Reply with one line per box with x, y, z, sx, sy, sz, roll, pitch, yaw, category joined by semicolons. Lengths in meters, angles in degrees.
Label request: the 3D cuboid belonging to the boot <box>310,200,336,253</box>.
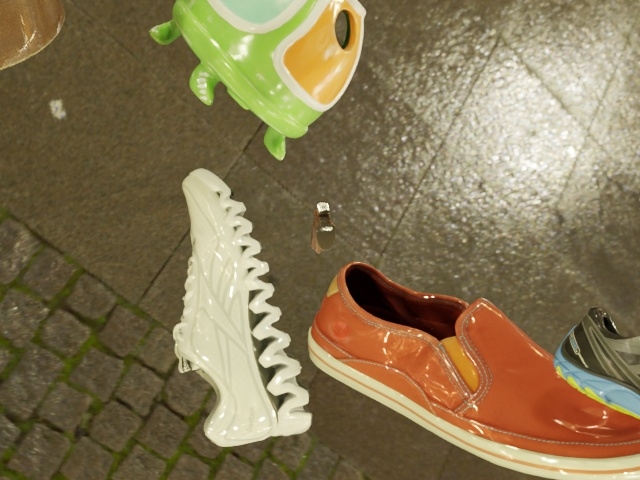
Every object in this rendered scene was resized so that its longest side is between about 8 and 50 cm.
0.000;0.000;1.443;0.037;0.114;0.106;4;56;-8;boot

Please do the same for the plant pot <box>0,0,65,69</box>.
-0.363;-0.306;0.728;0.215;0.230;0.215;4;48;-4;plant pot

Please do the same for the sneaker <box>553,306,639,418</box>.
0.249;0.095;0.536;0.067;0.188;0.078;29;86;-45;sneaker

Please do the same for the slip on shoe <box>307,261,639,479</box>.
0.136;0.105;0.668;0.123;0.331;0.101;-22;126;-53;slip on shoe

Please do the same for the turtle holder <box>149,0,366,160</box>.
-0.073;-0.294;1.100;0.227;0.320;0.243;-44;120;12;turtle holder

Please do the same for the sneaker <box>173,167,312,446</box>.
-0.101;0.068;0.809;0.118;0.110;0.292;-17;83;-7;sneaker
